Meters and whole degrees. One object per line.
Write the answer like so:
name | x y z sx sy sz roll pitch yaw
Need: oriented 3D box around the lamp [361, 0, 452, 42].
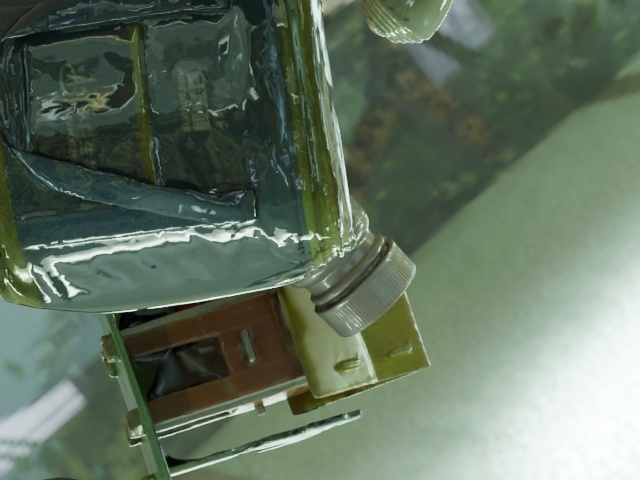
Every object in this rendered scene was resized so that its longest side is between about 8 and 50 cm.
lamp | 0.126 -0.305 1.953 0.193 0.106 0.106 -43 -171 21

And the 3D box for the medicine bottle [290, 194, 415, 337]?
medicine bottle | 0.000 0.000 1.633 0.105 0.168 0.105 -41 -168 10

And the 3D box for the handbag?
handbag | -0.110 -0.087 1.179 0.241 0.263 0.222 -10 178 3

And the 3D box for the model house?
model house | -0.075 0.089 1.822 0.323 0.300 0.340 -17 172 -9

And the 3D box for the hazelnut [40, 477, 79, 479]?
hazelnut | -0.268 0.362 1.748 0.218 0.218 0.234 -23 -142 54
